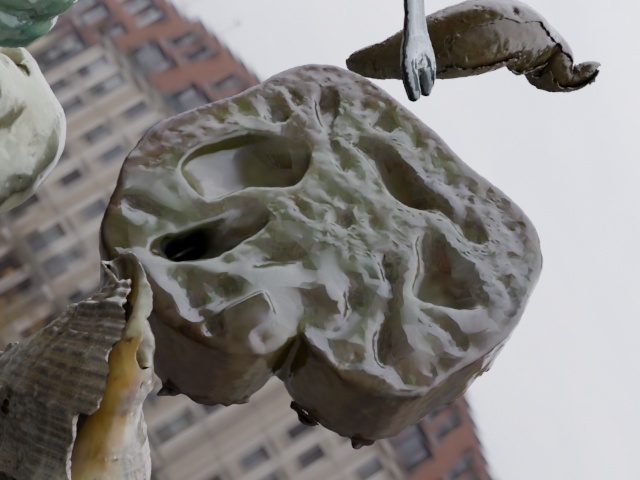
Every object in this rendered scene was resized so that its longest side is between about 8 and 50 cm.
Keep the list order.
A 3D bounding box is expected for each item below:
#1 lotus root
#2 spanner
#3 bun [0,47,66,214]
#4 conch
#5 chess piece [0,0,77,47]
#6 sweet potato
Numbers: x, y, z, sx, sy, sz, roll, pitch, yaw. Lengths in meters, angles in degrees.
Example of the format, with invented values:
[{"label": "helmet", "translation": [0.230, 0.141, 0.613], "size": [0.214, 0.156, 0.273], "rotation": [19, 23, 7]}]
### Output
[{"label": "lotus root", "translation": [0.000, 0.000, 1.527], "size": [0.111, 0.390, 0.375], "rotation": [106, -13, -49]}, {"label": "spanner", "translation": [0.068, -0.258, 1.354], "size": [0.071, 0.017, 0.302], "rotation": [2, 85, -68]}, {"label": "bun", "translation": [-0.326, -0.111, 1.453], "size": [0.231, 0.231, 0.133], "rotation": [49, -41, 40]}, {"label": "conch", "translation": [-0.180, 0.125, 1.276], "size": [0.163, 0.245, 0.178], "rotation": [17, 9, -24]}, {"label": "chess piece", "translation": [-0.168, -0.283, 1.033], "size": [0.194, 0.299, 0.194], "rotation": [34, 18, -13]}, {"label": "sweet potato", "translation": [0.192, -0.230, 2.017], "size": [0.124, 0.310, 0.098], "rotation": [111, -29, -47]}]
